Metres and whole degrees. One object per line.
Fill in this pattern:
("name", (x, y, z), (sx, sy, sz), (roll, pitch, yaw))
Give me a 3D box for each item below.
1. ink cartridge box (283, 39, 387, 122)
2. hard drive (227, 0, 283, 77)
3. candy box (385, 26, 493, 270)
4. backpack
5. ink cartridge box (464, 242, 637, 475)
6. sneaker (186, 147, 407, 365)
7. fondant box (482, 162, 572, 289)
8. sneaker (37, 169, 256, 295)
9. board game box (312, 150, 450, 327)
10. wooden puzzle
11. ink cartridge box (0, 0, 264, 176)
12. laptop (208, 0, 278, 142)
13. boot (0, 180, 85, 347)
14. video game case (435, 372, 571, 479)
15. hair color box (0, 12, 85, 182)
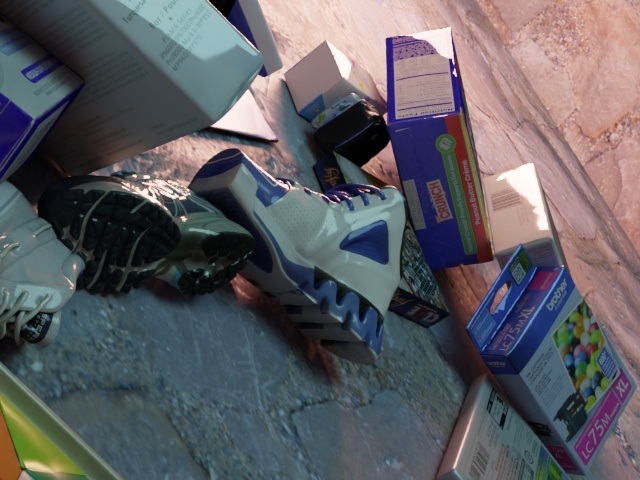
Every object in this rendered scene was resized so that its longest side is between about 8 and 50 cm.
("ink cartridge box", (0.029, -0.226, 2.039), (0.143, 0.092, 0.090), (30, 31, -48))
("hard drive", (-0.146, -0.382, 1.655), (0.210, 0.040, 0.319), (56, -8, 44))
("candy box", (0.183, -0.150, 2.067), (0.317, 0.122, 0.268), (-86, 163, -57))
("backpack", (0.049, -0.163, 1.968), (0.084, 0.105, 0.114), (59, 10, 23))
("ink cartridge box", (0.344, 0.175, 1.922), (0.311, 0.065, 0.186), (53, 57, -24))
("sneaker", (-0.007, -0.018, 1.504), (0.315, 0.127, 0.182), (47, 60, -31))
("fondant box", (0.359, 0.077, 2.105), (0.238, 0.096, 0.330), (-87, 156, -58))
("sneaker", (-0.192, -0.018, 1.298), (0.122, 0.110, 0.283), (44, 13, 29))
("board game box", (0.088, -0.001, 1.884), (0.165, 0.042, 0.243), (28, 33, -48))
("wooden puzzle", (-0.214, 0.209, 0.949), (0.221, 0.044, 0.239), (48, 22, -15))
("ink cartridge box", (-0.274, -0.232, 1.164), (0.385, 0.308, 0.091), (46, 62, -20))
("laptop", (-0.167, -0.358, 1.663), (0.236, 0.408, 0.382), (-20, 71, -32))
("boot", (-0.259, 0.040, 1.039), (0.123, 0.095, 0.258), (42, 22, -11))
("video game case", (0.280, 0.357, 1.745), (0.300, 0.036, 0.329), (52, 21, -4))
("hair color box", (-0.365, -0.181, 1.038), (0.339, 0.110, 0.185), (37, 14, -9))
